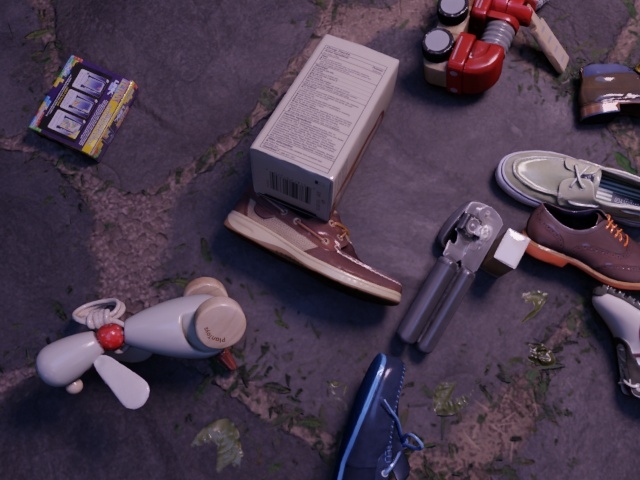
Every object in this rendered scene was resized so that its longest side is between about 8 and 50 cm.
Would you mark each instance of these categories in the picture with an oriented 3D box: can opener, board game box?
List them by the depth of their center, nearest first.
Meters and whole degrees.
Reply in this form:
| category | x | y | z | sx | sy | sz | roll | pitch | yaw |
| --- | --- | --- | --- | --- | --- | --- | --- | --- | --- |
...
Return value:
| category | x | y | z | sx | sy | sz | roll | pitch | yaw |
| --- | --- | --- | --- | --- | --- | --- | --- | --- | --- |
| can opener | 0.222 | 0.059 | 1.066 | 0.076 | 0.095 | 0.283 | 31 | 89 | -16 |
| board game box | -0.456 | -0.256 | 1.172 | 0.141 | 0.048 | 0.170 | 25 | 79 | 6 |

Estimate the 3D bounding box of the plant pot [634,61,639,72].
| category | x | y | z | sx | sy | sz | roll | pitch | yaw |
| --- | --- | --- | --- | --- | --- | --- | --- | --- | --- |
| plant pot | 0.662 | -0.348 | 1.129 | 0.081 | 0.081 | 0.083 | 39 | 70 | 10 |

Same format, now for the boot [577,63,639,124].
| category | x | y | z | sx | sy | sz | roll | pitch | yaw |
| --- | --- | --- | --- | --- | --- | --- | --- | --- | --- |
| boot | 0.587 | -0.285 | 1.114 | 0.219 | 0.082 | 0.106 | -6 | 80 | 3 |

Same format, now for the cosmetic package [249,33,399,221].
| category | x | y | z | sx | sy | sz | roll | pitch | yaw |
| --- | --- | --- | --- | --- | --- | --- | --- | --- | --- |
| cosmetic package | 0.011 | -0.201 | 1.054 | 0.153 | 0.129 | 0.296 | 24 | 62 | 10 |

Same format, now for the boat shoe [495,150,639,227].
| category | x | y | z | sx | sy | sz | roll | pitch | yaw |
| --- | --- | --- | --- | --- | --- | --- | --- | --- | --- |
| boat shoe | 0.468 | -0.103 | 1.071 | 0.303 | 0.094 | 0.109 | 14 | 78 | 5 |

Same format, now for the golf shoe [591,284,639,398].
| category | x | y | z | sx | sy | sz | roll | pitch | yaw |
| --- | --- | --- | --- | --- | --- | --- | --- | --- | --- |
| golf shoe | 0.537 | 0.196 | 0.999 | 0.120 | 0.105 | 0.272 | -40 | 78 | 1 |

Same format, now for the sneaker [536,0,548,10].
| category | x | y | z | sx | sy | sz | roll | pitch | yaw |
| --- | --- | --- | --- | --- | --- | --- | --- | --- | --- |
| sneaker | 0.357 | -0.546 | 1.186 | 0.235 | 0.090 | 0.094 | 36 | 91 | 11 |

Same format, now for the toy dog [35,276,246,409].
| category | x | y | z | sx | sy | sz | roll | pitch | yaw |
| --- | --- | --- | --- | --- | --- | --- | --- | --- | --- |
| toy dog | -0.271 | 0.186 | 1.009 | 0.334 | 0.220 | 0.160 | -13 | 108 | 7 |

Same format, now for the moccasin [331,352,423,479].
| category | x | y | z | sx | sy | sz | roll | pitch | yaw |
| --- | --- | --- | --- | --- | --- | --- | --- | --- | --- |
| moccasin | 0.090 | 0.356 | 0.981 | 0.117 | 0.138 | 0.341 | 16 | 92 | 2 |

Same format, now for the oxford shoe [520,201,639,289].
| category | x | y | z | sx | sy | sz | roll | pitch | yaw |
| --- | --- | --- | --- | --- | --- | --- | --- | --- | --- |
| oxford shoe | 0.487 | 0.009 | 1.027 | 0.272 | 0.098 | 0.096 | 15 | 38 | 6 |

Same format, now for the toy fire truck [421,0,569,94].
| category | x | y | z | sx | sy | sz | roll | pitch | yaw |
| --- | --- | --- | --- | --- | --- | --- | --- | --- | --- |
| toy fire truck | 0.335 | -0.364 | 1.125 | 0.247 | 0.158 | 0.216 | 20 | 78 | 17 |

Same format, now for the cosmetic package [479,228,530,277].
| category | x | y | z | sx | sy | sz | roll | pitch | yaw |
| --- | --- | --- | --- | --- | --- | --- | --- | --- | --- |
| cosmetic package | 0.314 | 0.024 | 1.038 | 0.041 | 0.115 | 0.060 | 30 | 79 | 8 |

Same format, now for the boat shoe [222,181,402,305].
| category | x | y | z | sx | sy | sz | roll | pitch | yaw |
| --- | --- | --- | --- | --- | --- | --- | --- | --- | --- |
| boat shoe | 0.000 | 0.000 | 1.059 | 0.342 | 0.123 | 0.123 | 26 | 81 | 14 |
